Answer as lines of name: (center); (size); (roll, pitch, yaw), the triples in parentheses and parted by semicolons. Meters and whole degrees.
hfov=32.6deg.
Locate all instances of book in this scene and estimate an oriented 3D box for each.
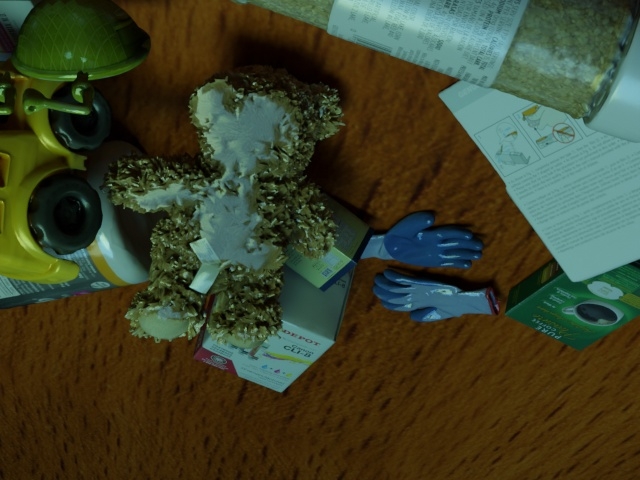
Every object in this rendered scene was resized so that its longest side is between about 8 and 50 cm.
book: (-0.333, -0.217, 1.091); (0.144, 0.035, 0.096); (4, 149, 13)

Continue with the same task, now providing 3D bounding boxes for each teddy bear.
teddy bear: (-0.094, -0.028, 1.121); (0.245, 0.113, 0.338); (-4, 120, -2)

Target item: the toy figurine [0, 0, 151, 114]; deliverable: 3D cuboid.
toy figurine: (-0.346, -0.237, 0.932); (0.362, 0.191, 0.217); (2, 118, 11)

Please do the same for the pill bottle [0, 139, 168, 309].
pill bottle: (-0.325, -0.010, 1.232); (0.278, 0.162, 0.162); (-11, 140, 17)

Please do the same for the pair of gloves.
pair of gloves: (0.123, 0.033, 1.286); (0.159, 0.023, 0.198); (1, 140, 23)

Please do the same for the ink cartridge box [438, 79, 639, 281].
ink cartridge box: (0.279, -0.105, 0.997); (0.275, 0.060, 0.239); (-28, 103, 45)

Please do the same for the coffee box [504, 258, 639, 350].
coffee box: (0.304, 0.056, 1.235); (0.113, 0.040, 0.184); (24, 145, -13)

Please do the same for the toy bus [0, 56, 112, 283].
toy bus: (-0.324, -0.079, 1.027); (0.149, 0.220, 0.211); (2, 173, 45)

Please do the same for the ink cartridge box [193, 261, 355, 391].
ink cartridge box: (-0.057, 0.081, 1.330); (0.128, 0.127, 0.176); (23, 145, -12)

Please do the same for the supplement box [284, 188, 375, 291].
supplement box: (0.000, 0.000, 1.239); (0.083, 0.056, 0.083); (37, 142, -8)

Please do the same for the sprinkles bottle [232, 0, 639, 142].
sprinkles bottle: (0.108, -0.188, 0.858); (0.355, 0.121, 0.121); (19, 147, 1)
